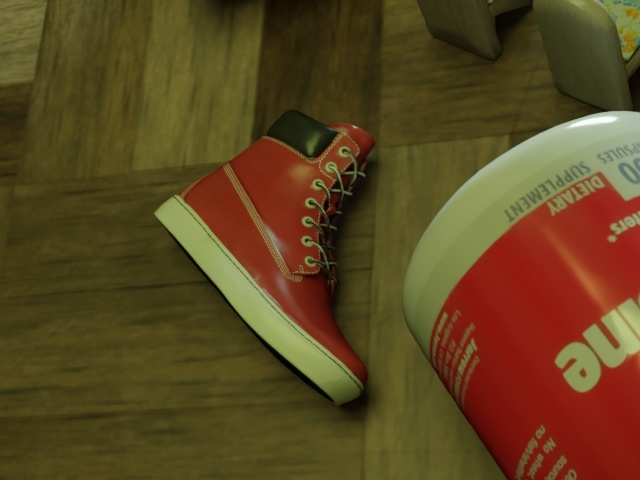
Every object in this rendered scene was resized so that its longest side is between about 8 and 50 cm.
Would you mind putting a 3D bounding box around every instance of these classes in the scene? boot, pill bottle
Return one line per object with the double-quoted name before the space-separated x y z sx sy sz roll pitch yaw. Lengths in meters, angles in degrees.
"boot" 0.000 0.000 1.123 0.176 0.088 0.244 -38 54 -6
"pill bottle" 0.241 0.131 0.885 0.229 0.229 0.407 -33 58 -1

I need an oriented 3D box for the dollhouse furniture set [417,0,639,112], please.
"dollhouse furniture set" 0.300 -0.296 1.078 0.394 0.256 0.362 30 75 29
